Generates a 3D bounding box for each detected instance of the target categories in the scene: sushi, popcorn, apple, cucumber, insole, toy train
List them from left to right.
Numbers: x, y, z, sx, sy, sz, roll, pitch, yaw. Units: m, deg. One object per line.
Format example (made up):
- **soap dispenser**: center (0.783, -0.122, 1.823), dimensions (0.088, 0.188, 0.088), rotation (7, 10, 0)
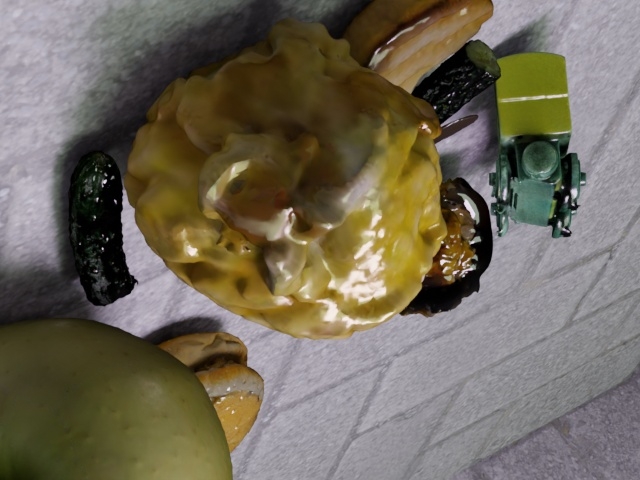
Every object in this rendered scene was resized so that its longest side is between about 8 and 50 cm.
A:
- **apple**: center (-0.335, 0.315, 1.823), dimensions (0.473, 0.473, 0.473), rotation (-31, 154, -17)
- **cucumber**: center (-0.284, -0.013, 1.762), dimensions (0.081, 0.072, 0.303), rotation (-28, 153, -17)
- **popcorn**: center (-0.042, -0.069, 1.694), dimensions (0.390, 0.354, 0.344), rotation (46, 59, -50)
- **insole**: center (0.094, -0.112, 2.059), dimensions (0.328, 0.007, 0.111), rotation (-27, 172, 25)
- **cucumber**: center (0.154, -0.190, 2.007), dimensions (0.072, 0.072, 0.300), rotation (-17, 165, -39)
- **sushi**: center (0.181, 0.005, 2.314), dimensions (0.213, 0.204, 0.200), rotation (-14, -157, 33)
- **toy train**: center (0.343, -0.137, 2.252), dimensions (0.150, 0.237, 0.369), rotation (-3, 167, 5)

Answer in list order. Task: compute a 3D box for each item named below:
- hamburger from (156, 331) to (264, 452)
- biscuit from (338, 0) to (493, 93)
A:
- **hamburger**: center (-0.234, 0.273, 2.213), dimensions (0.318, 0.158, 0.318), rotation (-31, 155, -16)
- **biscuit**: center (0.104, -0.264, 1.845), dimensions (0.274, 0.091, 0.213), rotation (-39, 159, 4)
